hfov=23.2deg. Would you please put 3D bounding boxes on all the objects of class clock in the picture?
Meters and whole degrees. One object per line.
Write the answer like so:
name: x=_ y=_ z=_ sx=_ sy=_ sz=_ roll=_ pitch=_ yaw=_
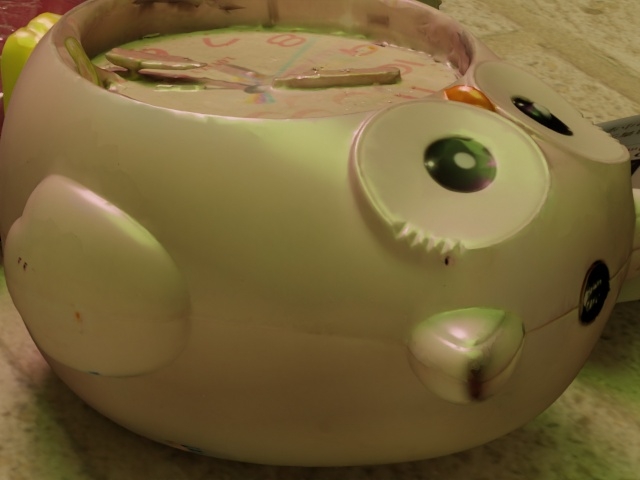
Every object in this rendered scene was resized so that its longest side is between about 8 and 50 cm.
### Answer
clock: x=0.000 y=0.000 z=0.964 sx=0.377 sy=0.250 sz=0.368 roll=19 pitch=31 yaw=31

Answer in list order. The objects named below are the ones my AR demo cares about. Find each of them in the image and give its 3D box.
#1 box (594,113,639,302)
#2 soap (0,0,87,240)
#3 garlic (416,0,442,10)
box: x=0.206 y=-0.024 z=1.167 sx=0.155 sy=0.067 sz=0.243 roll=-12 pitch=17 yaw=36
soap: x=-0.269 y=-0.118 z=1.224 sx=0.220 sy=0.127 sz=0.325 roll=6 pitch=29 yaw=-5
garlic: x=0.035 y=-0.248 z=1.506 sx=0.178 sy=0.143 sz=0.229 roll=-2 pitch=40 yaw=-19
